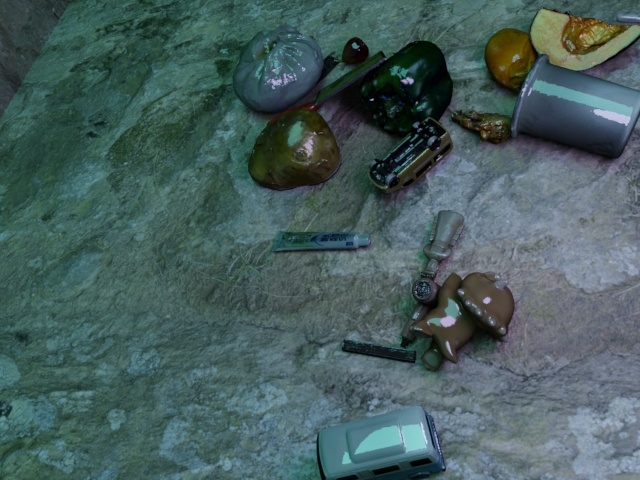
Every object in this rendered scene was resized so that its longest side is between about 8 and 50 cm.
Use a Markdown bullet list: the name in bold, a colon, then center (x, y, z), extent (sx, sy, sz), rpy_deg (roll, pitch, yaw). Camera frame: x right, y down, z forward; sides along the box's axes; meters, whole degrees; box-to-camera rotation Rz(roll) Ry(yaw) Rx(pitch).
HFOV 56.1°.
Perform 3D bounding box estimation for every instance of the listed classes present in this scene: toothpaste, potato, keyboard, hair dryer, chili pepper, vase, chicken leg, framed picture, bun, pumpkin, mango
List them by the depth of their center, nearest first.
- **hair dryer**: center (0.244, 0.185, 1.492), extent (0.064, 0.117, 0.182), rpy_deg (26, 89, 30)
- **vase**: center (0.692, -0.348, 1.611), extent (0.291, 0.245, 0.245), rpy_deg (23, 68, 22)
- **toothpaste**: center (0.000, 0.000, 1.728), extent (0.296, 0.048, 0.075), rpy_deg (0, 57, 23)
- **chicken leg**: center (0.465, -0.339, 1.761), extent (0.101, 0.085, 0.207), rpy_deg (-40, 44, -24)
- **pumpkin**: center (0.782, -0.576, 1.796), extent (0.312, 0.148, 0.169), rpy_deg (19, 101, 21)
- **chili pepper**: center (0.267, -0.468, 1.828), extent (0.233, 0.249, 0.257), rpy_deg (20, 56, 42)
- **mango**: center (0.584, -0.574, 1.846), extent (0.153, 0.126, 0.252), rpy_deg (-16, 45, 22)
- **potato**: center (-0.100, -0.300, 1.871), extent (0.299, 0.196, 0.247), rpy_deg (-6, 55, 18)
- **framed picture**: center (0.093, -0.519, 1.905), extent (0.255, 0.014, 0.339), rpy_deg (-31, 16, 14)
- **chili pepper**: center (-0.102, -0.408, 2.021), extent (0.272, 0.063, 0.071), rpy_deg (-32, 36, -6)
- **bun**: center (-0.162, -0.613, 2.090), extent (0.354, 0.194, 0.355), rpy_deg (-12, 52, 17)
- **keyboard**: center (-0.015, -0.587, 2.140), extent (0.063, 0.010, 0.198), rpy_deg (34, 74, 32)

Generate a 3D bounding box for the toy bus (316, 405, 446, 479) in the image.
- **toy bus**: center (0.118, 0.454, 1.307), extent (0.271, 0.165, 0.133), rpy_deg (-17, 54, 9)

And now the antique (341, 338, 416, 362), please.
- **antique**: center (0.146, 0.277, 1.509), extent (0.192, 0.015, 0.031), rpy_deg (6, 59, 22)

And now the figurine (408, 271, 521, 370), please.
- **figurine**: center (0.353, 0.185, 1.396), extent (0.247, 0.177, 0.173), rpy_deg (-41, 35, -23)

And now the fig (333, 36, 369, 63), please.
- **fig**: center (0.106, -0.649, 2.106), extent (0.125, 0.089, 0.089), rpy_deg (-33, 48, 29)

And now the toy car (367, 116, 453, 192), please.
- **toy car**: center (0.261, -0.231, 1.740), extent (0.256, 0.124, 0.101), rpy_deg (-42, 53, 2)

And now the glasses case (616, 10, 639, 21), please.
- **glasses case**: center (0.959, -0.690, 1.852), extent (0.083, 0.021, 0.032), rpy_deg (17, 63, 28)

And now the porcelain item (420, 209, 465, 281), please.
- **porcelain item**: center (0.318, 0.020, 1.592), extent (0.084, 0.054, 0.213), rpy_deg (11, 61, 28)
